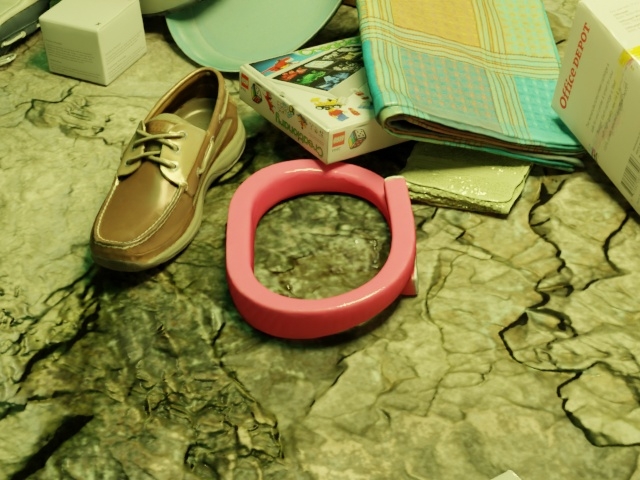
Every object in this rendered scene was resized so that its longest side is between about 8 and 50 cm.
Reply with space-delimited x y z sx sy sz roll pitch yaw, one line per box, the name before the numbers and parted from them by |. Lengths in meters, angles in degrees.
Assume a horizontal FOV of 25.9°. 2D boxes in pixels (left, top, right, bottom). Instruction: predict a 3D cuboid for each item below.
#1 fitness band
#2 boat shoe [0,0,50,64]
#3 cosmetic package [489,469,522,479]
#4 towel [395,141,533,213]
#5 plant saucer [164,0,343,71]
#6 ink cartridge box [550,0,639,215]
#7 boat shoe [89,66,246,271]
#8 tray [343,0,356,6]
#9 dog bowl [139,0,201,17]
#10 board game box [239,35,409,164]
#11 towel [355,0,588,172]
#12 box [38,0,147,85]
fitness band | 0.000 0.000 1.522 0.209 0.054 0.291 -4 37 1
boat shoe | -0.460 -0.285 1.916 0.095 0.079 0.254 10 38 22
cosmetic package | 0.080 0.293 1.079 0.238 0.127 0.107 -25 43 -21
towel | 0.166 -0.076 1.622 0.148 0.027 0.110 11 39 19
plant saucer | -0.075 -0.371 1.884 0.317 0.043 0.318 -10 70 29
ink cartridge box | 0.397 -0.156 1.537 0.168 0.171 0.233 -20 56 -20
boat shoe | -0.184 -0.090 1.605 0.123 0.116 0.324 6 39 14
tray | -0.101 -0.491 2.038 0.410 0.203 0.076 20 43 28
dog bowl | -0.244 -0.523 1.914 0.407 0.150 0.408 -8 73 29
board game box | 0.078 -0.192 1.726 0.305 0.053 0.193 -18 39 -30
towel | 0.171 -0.252 1.696 0.271 0.040 0.370 9 49 -19
box | -0.307 -0.279 1.884 0.101 0.087 0.102 16 43 24
